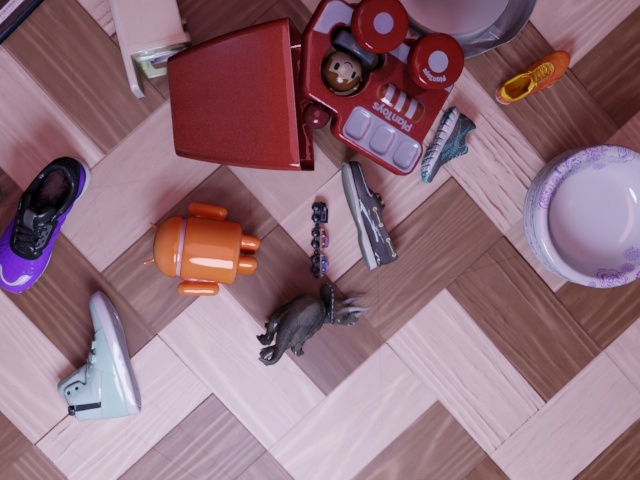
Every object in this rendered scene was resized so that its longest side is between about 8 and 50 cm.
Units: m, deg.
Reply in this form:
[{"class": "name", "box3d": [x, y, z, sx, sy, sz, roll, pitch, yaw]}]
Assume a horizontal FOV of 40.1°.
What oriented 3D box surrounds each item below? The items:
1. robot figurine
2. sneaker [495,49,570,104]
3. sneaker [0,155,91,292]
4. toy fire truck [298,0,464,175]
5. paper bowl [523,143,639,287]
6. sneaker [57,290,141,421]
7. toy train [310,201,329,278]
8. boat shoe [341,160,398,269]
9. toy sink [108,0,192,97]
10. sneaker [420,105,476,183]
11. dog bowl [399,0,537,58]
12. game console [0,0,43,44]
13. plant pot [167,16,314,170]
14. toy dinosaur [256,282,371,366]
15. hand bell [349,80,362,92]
[{"class": "robot figurine", "box3d": [-0.231, 0.016, 1.718, 0.219, 0.128, 0.158, 7, 114, -7]}, {"class": "sneaker", "box3d": [0.442, -0.330, 1.792, 0.175, 0.067, 0.064, -35, 94, -4]}, {"class": "sneaker", "box3d": [-0.547, -0.034, 1.672, 0.102, 0.146, 0.293, 27, 90, -6]}, {"class": "toy fire truck", "box3d": [0.093, -0.287, 1.586, 0.302, 0.169, 0.254, 28, 88, -20]}, {"class": "paper bowl", "box3d": [0.552, -0.051, 1.778, 0.284, 0.148, 0.284, 0, 93, -6]}, {"class": "sneaker", "box3d": [-0.456, 0.235, 1.725, 0.151, 0.094, 0.255, -13, 93, -2]}, {"class": "toy train", "box3d": [0.000, 0.000, 1.789, 0.036, 0.027, 0.158, 0, 93, -16]}, {"class": "boat shoe", "box3d": [0.098, -0.057, 1.771, 0.069, 0.081, 0.227, -17, 102, -7]}, {"class": "toy sink", "box3d": [-0.319, -0.405, 1.671, 0.131, 0.153, 0.234, -13, 94, -5]}, {"class": "sneaker", "box3d": [0.263, -0.186, 1.787, 0.076, 0.065, 0.166, 26, 92, -10]}, {"class": "dog bowl", "box3d": [0.255, -0.522, 1.745, 0.349, 0.102, 0.348, 0, 94, -6]}, {"class": "game console", "box3d": [-0.695, -0.546, 1.680, 0.342, 0.060, 0.386, 44, 89, -11]}, {"class": "plant pot", "box3d": [-0.148, -0.254, 1.656, 0.236, 0.267, 0.267, -5, 94, 6]}, {"class": "toy dinosaur", "box3d": [-0.047, 0.156, 1.706, 0.121, 0.313, 0.160, 47, 113, 19]}, {"class": "hand bell", "box3d": [0.105, -0.295, 1.757, 0.242, 0.126, 0.126, 28, 90, 6]}]
